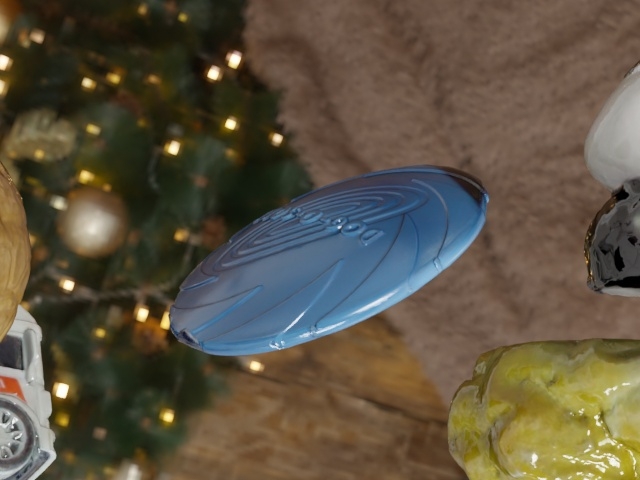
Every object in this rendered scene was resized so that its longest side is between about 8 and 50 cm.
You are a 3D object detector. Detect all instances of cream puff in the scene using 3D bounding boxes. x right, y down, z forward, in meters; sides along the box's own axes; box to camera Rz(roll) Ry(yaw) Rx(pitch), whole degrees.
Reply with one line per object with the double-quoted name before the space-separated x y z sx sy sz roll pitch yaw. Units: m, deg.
"cream puff" 0.277 0.217 1.390 0.291 0.324 0.257 148 124 -66

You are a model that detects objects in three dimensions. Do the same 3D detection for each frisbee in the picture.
"frisbee" 0.000 0.000 1.112 0.242 0.045 0.242 -21 22 9

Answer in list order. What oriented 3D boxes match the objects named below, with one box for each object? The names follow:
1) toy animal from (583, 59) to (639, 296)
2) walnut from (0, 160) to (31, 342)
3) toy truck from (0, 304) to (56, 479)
"toy animal" 0.341 -0.056 1.479 0.165 0.187 0.235 130 145 -77
"walnut" -0.268 0.005 0.929 0.226 0.193 0.193 -67 0 -86
"toy truck" -0.425 0.112 1.358 0.173 0.387 0.207 -39 46 44
